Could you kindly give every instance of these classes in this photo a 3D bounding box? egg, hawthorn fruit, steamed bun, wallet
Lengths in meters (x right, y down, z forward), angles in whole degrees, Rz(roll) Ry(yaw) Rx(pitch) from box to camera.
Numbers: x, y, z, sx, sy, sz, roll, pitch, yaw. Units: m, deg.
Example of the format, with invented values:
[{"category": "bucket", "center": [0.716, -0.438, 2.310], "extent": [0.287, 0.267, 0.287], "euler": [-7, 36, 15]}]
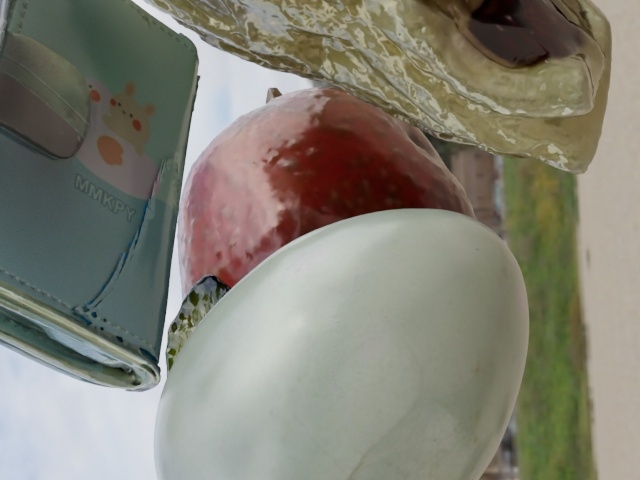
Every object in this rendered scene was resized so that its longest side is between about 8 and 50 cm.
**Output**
[{"category": "egg", "center": [0.013, 0.073, 0.600], "extent": [0.151, 0.209, 0.151], "euler": [43, -172, -7]}, {"category": "hawthorn fruit", "center": [0.000, 0.000, 1.075], "extent": [0.275, 0.275, 0.300], "euler": [56, -166, -71]}, {"category": "steamed bun", "center": [0.046, -0.239, 0.885], "extent": [0.247, 0.428, 0.189], "euler": [-61, -4, -27]}, {"category": "wallet", "center": [-0.156, -0.050, 0.774], "extent": [0.176, 0.075, 0.250], "euler": [32, -131, -38]}]

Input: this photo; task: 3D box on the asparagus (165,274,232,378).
[{"category": "asparagus", "center": [-0.027, 0.155, 0.913], "extent": [0.085, 0.082, 0.343], "euler": [-65, -33, -33]}]
